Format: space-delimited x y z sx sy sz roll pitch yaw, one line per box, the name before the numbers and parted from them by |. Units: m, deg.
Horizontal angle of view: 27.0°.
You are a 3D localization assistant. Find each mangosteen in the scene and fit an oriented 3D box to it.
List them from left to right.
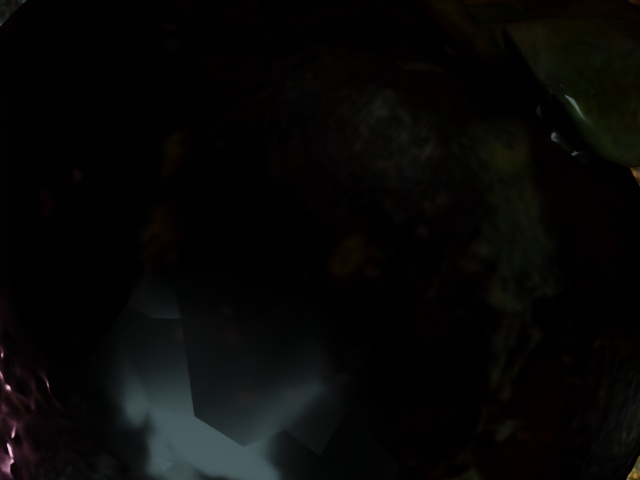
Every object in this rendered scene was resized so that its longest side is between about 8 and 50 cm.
mangosteen | 0.000 0.000 0.485 0.288 0.288 0.288 15 142 12

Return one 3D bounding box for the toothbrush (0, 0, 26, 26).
toothbrush | -0.034 -0.140 0.516 0.386 0.040 0.040 -20 125 38
